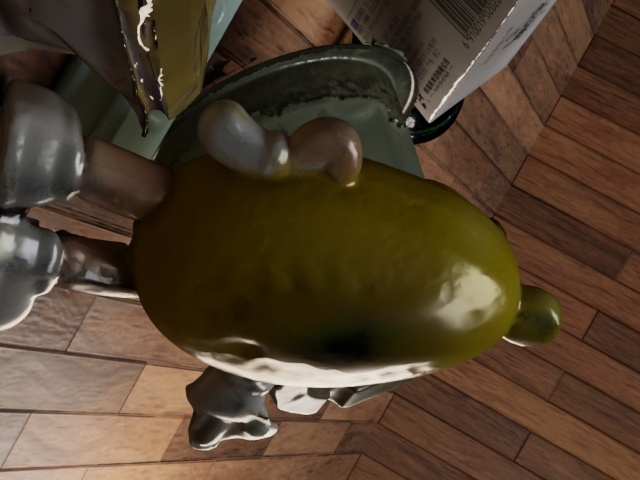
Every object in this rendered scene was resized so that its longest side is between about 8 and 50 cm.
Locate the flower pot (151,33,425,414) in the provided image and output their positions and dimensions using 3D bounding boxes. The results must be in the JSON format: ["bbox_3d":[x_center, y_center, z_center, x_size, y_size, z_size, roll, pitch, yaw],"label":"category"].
[{"bbox_3d":[0.000,0.000,1.642,0.290,0.259,0.290,-22,158,-9],"label":"flower pot"}]

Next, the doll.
[{"bbox_3d":[-0.074,0.025,1.393,0.348,0.423,0.161,-34,-144,33],"label":"doll"}]

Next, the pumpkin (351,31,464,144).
[{"bbox_3d":[0.097,-0.198,2.016,0.194,0.150,0.194,-62,177,-5],"label":"pumpkin"}]

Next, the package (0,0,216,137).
[{"bbox_3d":[-0.112,-0.197,1.154,0.221,0.165,0.311,-42,165,-13],"label":"package"}]

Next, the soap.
[{"bbox_3d":[-0.130,-0.156,1.459,0.198,0.067,0.119,-61,168,-1],"label":"soap"}]

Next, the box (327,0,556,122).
[{"bbox_3d":[0.109,-0.259,1.659,0.116,0.203,0.274,-37,172,-24],"label":"box"}]
